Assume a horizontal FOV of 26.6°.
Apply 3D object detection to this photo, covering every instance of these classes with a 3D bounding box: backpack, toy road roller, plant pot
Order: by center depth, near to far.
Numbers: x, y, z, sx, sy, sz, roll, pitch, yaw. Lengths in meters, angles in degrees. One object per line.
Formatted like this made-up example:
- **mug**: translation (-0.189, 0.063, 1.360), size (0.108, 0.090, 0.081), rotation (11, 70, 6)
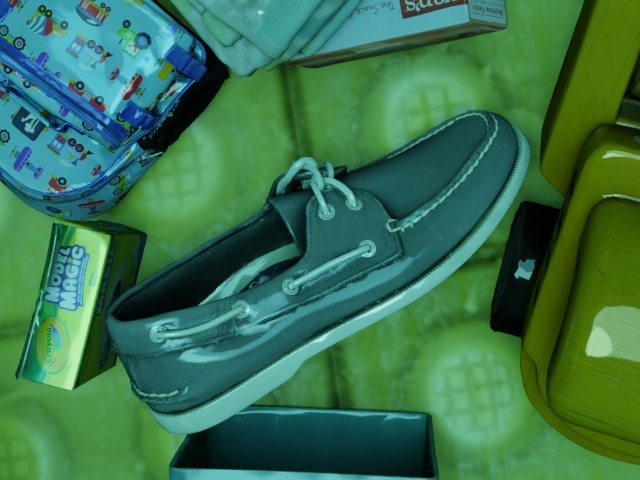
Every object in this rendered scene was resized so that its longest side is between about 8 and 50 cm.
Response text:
- **toy road roller**: translation (0.232, -0.009, 0.824), size (0.202, 0.240, 0.330), rotation (16, 115, 2)
- **plant pot**: translation (-0.010, 0.246, 0.914), size (0.165, 0.166, 0.234), rotation (2, 97, 3)
- **backpack**: translation (-0.174, -0.104, 0.938), size (0.158, 0.117, 0.173), rotation (42, 95, 3)

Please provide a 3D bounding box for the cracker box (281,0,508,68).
- **cracker box**: translation (0.033, -0.244, 0.920), size (0.155, 0.067, 0.232), rotation (-6, 89, 32)

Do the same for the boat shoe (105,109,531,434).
- **boat shoe**: translation (0.000, 0.000, 0.905), size (0.319, 0.116, 0.099), rotation (-36, 119, -5)

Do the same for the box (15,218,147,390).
- **box**: translation (-0.158, 0.039, 0.905), size (0.043, 0.179, 0.105), rotation (14, 91, 3)

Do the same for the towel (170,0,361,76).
- **towel**: translation (-0.028, -0.335, 0.847), size (0.320, 0.090, 0.374), rotation (48, 116, 19)
